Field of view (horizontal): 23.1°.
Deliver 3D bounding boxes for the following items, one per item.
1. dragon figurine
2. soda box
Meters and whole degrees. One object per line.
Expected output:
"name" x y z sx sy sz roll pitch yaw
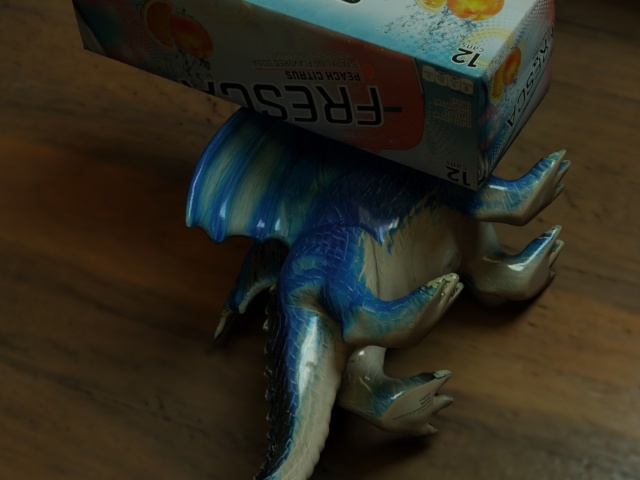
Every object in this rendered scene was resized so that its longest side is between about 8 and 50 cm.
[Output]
"dragon figurine" 0.000 0.000 0.611 0.144 0.085 0.289 26 57 26
"soda box" -0.006 -0.085 0.589 0.183 0.058 0.063 21 54 24
